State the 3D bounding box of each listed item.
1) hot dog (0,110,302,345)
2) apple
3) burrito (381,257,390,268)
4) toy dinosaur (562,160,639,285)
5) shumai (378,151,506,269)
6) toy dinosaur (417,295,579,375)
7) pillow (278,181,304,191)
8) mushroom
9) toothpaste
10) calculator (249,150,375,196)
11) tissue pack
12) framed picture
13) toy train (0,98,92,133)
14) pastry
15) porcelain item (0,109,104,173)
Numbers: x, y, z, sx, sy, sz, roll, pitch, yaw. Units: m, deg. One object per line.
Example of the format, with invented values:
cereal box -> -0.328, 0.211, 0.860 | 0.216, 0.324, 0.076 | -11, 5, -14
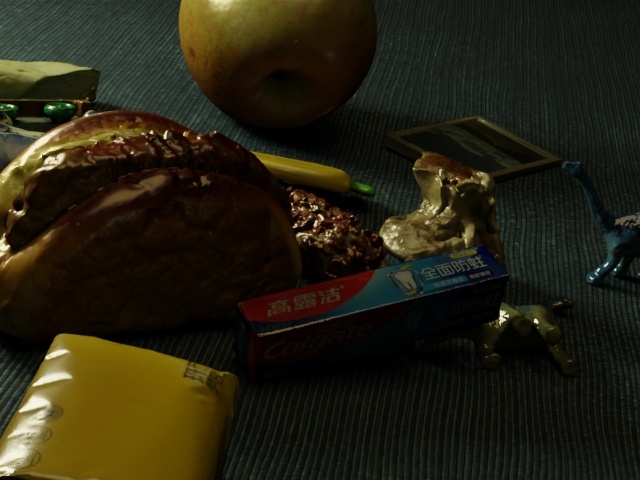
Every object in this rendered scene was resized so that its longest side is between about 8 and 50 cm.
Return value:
hot dog -> -0.204, -0.024, 1.715 | 0.405, 0.223, 0.185 | -4, 25, -34
apple -> -0.069, -0.324, 2.350 | 0.319, 0.319, 0.277 | 10, 40, -4
burrito -> 0.074, 0.061, 1.861 | 0.063, 0.058, 0.229 | 8, 26, -20
toy dinosaur -> 0.456, 0.011, 2.078 | 0.329, 0.144, 0.076 | 24, 19, -5
shumai -> 0.175, -0.021, 1.936 | 0.209, 0.153, 0.161 | 12, 15, -43
toy dinosaur -> 0.224, 0.101, 1.857 | 0.247, 0.075, 0.188 | 0, 18, -12
pillow -> -0.128, -0.068, 2.081 | 0.211, 0.034, 0.135 | 11, 25, 2
mushroom -> -0.472, -0.228, 2.218 | 0.333, 0.087, 0.107 | -2, 26, -34
toothpaste -> 0.059, 0.080, 1.699 | 0.320, 0.076, 0.066 | -14, 44, -23
calculator -> -0.035, -0.098, 2.142 | 0.234, 0.032, 0.146 | 12, 6, -11
tissue pack -> -0.183, 0.201, 1.323 | 0.192, 0.134, 0.271 | 12, 24, -1
framed picture -> 0.250, -0.144, 2.447 | 0.189, 0.023, 0.260 | 32, 30, 33
toy train -> -0.413, -0.153, 2.075 | 0.227, 0.091, 0.136 | -3, 17, -27
pastry -> -0.001, -0.002, 1.882 | 0.097, 0.115, 0.208 | -42, 33, -10
porcelain item -> -0.347, -0.068, 1.857 | 0.287, 0.138, 0.186 | 6, 35, -10
